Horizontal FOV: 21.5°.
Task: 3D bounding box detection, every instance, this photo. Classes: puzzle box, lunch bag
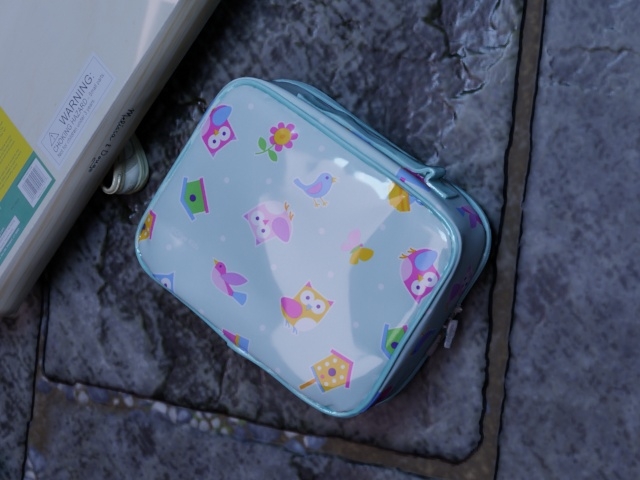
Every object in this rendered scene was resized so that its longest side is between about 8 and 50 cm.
[{"bbox_3d":[-0.271,-0.166,1.554,0.272,0.052,0.409,50,116,28],"label":"puzzle box"},{"bbox_3d":[0.000,0.000,1.429,0.279,0.108,0.224,37,104,19],"label":"lunch bag"}]

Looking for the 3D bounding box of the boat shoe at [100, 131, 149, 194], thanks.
[{"bbox_3d":[-0.208,-0.113,1.563,0.056,0.048,0.153,-24,82,26],"label":"boat shoe"}]
